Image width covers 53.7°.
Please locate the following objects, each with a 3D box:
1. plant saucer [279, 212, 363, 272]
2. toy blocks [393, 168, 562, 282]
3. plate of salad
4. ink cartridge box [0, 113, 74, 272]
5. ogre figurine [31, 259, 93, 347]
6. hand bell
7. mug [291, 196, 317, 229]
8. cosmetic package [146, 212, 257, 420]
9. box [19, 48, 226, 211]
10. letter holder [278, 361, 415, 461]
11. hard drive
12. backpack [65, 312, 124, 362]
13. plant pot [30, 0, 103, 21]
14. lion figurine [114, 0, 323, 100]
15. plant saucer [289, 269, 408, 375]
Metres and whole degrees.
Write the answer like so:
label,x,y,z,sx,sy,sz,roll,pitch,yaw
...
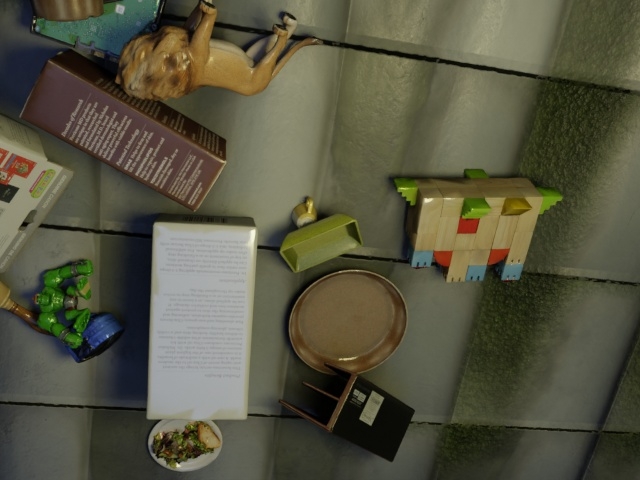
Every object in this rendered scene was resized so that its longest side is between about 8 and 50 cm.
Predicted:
label,x,y,z,sx,sy,sz,roll,pitch,yaw
plant saucer,0.000,0.000,1.497,0.188,0.188,0.045,-23,70,1
toy blocks,0.356,-0.015,1.534,0.381,0.191,0.261,-1,124,-9
plate of salad,-0.368,0.557,1.718,0.200,0.048,0.200,-3,114,-7
ink cartridge box,-0.723,-0.109,1.320,0.309,0.130,0.272,-49,139,12
ogre figurine,-0.599,0.145,1.475,0.118,0.097,0.197,4,103,11
hand bell,-0.717,0.160,1.488,0.126,0.126,0.242,-41,125,9
mug,-0.037,-0.056,1.502,0.062,0.064,0.078,-20,113,1
cosmetic package,-0.273,0.173,1.463,0.230,0.161,0.453,3,99,-10
box,-0.390,-0.229,1.309,0.381,0.191,0.143,31,105,-18
letter holder,0.066,0.433,1.654,0.302,0.214,0.152,40,71,-42
hard drive,-0.414,-0.535,1.246,0.237,0.064,0.339,16,109,-14
backpack,-0.547,0.224,1.526,0.120,0.098,0.101,-35,93,9
plant pot,-0.469,-0.493,1.144,0.167,0.167,0.165,-2,122,-7
lion figurine,-0.200,-0.364,1.285,0.392,0.142,0.240,7,129,-34
plant saucer,0.071,0.208,1.637,0.310,0.050,0.311,-3,112,-7
